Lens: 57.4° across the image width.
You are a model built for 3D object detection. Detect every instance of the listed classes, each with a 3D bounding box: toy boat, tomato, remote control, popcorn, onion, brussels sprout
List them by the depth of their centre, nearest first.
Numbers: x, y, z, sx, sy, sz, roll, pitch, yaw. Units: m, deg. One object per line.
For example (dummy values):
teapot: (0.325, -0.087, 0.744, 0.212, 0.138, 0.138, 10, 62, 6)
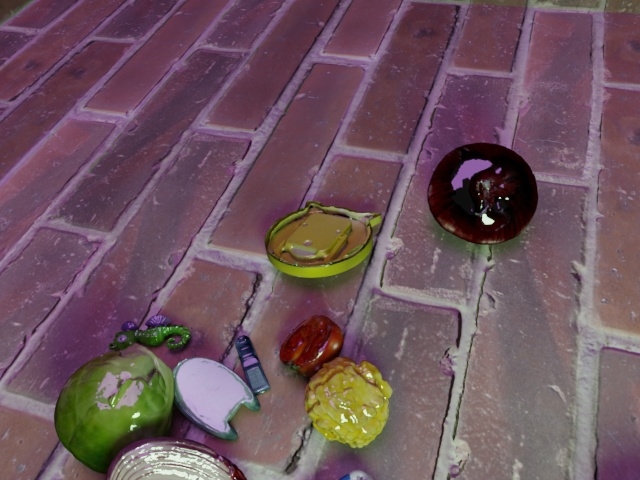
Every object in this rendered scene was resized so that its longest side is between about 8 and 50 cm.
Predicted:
onion: (-0.251, 0.469, 1.070, 0.283, 0.120, 0.227, 9, 89, -13)
brussels sprout: (-0.399, 0.331, 1.159, 0.244, 0.244, 0.244, -4, 47, 4)
popcorn: (0.056, 0.319, 1.164, 0.180, 0.170, 0.180, -1, 86, 16)
toy boat: (-0.232, 0.333, 1.250, 0.207, 0.079, 0.134, 30, 66, 17)
tomato: (-0.006, 0.240, 1.268, 0.159, 0.091, 0.139, -9, 41, 58)
remote control: (-0.157, 0.276, 1.312, 0.043, 0.027, 0.152, -18, 50, -14)
onion: (0.403, -0.121, 1.443, 0.273, 0.285, 0.273, -1, 83, 9)

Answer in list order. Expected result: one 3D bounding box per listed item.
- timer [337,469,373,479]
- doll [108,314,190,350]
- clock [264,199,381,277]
timer: (0.068, 0.540, 1.005, 0.178, 0.078, 0.253, -27, 50, -16)
doll: (-0.401, 0.229, 1.372, 0.190, 0.050, 0.115, -9, 43, -4)
clock: (-0.001, 0.004, 1.510, 0.277, 0.071, 0.293, 17, 40, 32)
